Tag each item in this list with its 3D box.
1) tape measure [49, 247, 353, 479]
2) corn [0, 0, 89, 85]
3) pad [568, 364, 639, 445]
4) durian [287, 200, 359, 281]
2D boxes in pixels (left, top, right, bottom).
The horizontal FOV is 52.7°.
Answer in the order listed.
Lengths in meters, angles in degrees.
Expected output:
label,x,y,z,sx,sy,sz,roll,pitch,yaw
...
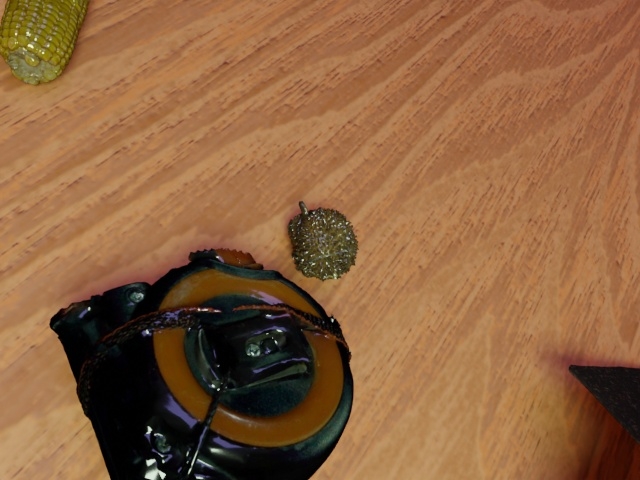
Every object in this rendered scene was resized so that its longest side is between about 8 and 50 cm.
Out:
label,x,y,z,sx,sy,sz,roll,pitch,yaw
tape measure,-0.080,0.114,0.525,0.222,0.135,0.202,-11,58,-37
corn,-0.285,-0.265,0.688,0.080,0.080,0.238,11,60,-21
pad,0.418,0.217,0.688,0.330,0.004,0.220,12,30,-40
durian,0.000,0.000,0.668,0.080,0.080,0.091,-35,102,-37
